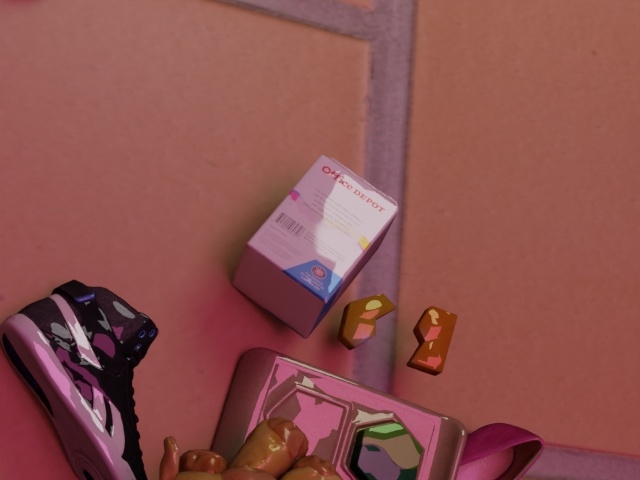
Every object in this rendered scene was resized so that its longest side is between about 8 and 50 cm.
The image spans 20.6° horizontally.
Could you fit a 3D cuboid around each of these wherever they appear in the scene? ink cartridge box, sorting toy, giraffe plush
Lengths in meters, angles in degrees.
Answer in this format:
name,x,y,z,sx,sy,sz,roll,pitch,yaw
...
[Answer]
name,x,y,z,sx,sy,sz,roll,pitch,yaw
ink cartridge box,0.000,0.000,1.645,0.092,0.090,0.143,36,61,7
sorting toy,0.022,0.185,1.636,0.229,0.041,0.307,20,71,-10
giraffe plush,-0.083,0.237,1.484,0.210,0.170,0.181,-39,67,-7

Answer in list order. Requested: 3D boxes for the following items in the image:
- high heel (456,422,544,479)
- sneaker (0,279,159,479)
name,x,y,z,sx,sy,sz,roll,pitch,yaw
high heel,0.112,0.263,1.676,0.244,0.117,0.082,-36,103,-32
sneaker,-0.174,0.133,1.532,0.121,0.079,0.217,-35,100,-31
